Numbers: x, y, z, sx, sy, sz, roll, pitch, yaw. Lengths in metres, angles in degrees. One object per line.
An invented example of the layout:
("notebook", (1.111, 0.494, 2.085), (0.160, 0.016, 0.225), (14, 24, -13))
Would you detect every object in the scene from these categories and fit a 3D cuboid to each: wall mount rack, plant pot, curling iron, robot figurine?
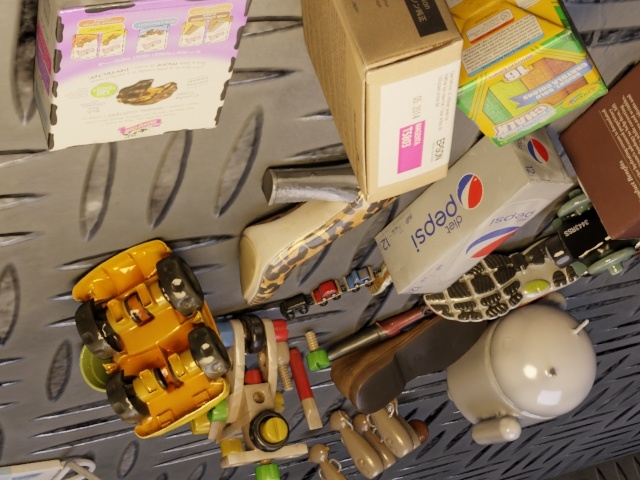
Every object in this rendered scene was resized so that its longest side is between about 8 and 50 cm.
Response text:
("wall mount rack", (-0.506, 0.437, 1.927), (0.350, 0.130, 0.304), (-2, 150, -39))
("plant pot", (-0.283, 0.170, 1.623), (0.083, 0.083, 0.079), (-28, 168, 15))
("curling iron", (0.107, 0.142, 1.919), (0.274, 0.035, 0.068), (-26, 151, 10))
("robot figurine", (0.359, 0.229, 2.062), (0.199, 0.300, 0.353), (28, 156, -10))

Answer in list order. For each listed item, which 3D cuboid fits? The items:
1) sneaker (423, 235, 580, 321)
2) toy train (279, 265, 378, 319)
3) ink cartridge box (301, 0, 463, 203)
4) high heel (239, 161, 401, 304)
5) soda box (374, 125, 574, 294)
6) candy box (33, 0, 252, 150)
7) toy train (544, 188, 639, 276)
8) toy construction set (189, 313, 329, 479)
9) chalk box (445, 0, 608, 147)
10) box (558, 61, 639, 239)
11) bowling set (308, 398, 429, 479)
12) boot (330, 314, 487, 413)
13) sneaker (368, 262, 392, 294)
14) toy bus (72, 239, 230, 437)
("sneaker", (0.295, 0.077, 1.859), (0.279, 0.107, 0.118), (-13, 164, -13))
("toy train", (0.011, 0.076, 1.716), (0.158, 0.027, 0.036), (-23, 145, 6))
("ink cartridge box", (0.047, -0.173, 1.010), (0.088, 0.193, 0.235), (-18, 157, -6))
("high heel", (0.000, 0.000, 1.452), (0.186, 0.093, 0.261), (-4, 143, -21))
("soda box", (0.199, -0.037, 1.541), (0.091, 0.098, 0.286), (0, 148, -39))
("candy box", (-0.160, -0.170, 1.001), (0.164, 0.070, 0.196), (-11, 154, -22))
("toy train", (0.495, -0.054, 1.717), (0.334, 0.142, 0.190), (-31, 166, 18))
("toy construction set", (-0.092, 0.265, 1.756), (0.257, 0.237, 0.308), (-33, 155, 33))
("chalk box", (0.198, -0.191, 1.171), (0.132, 0.132, 0.213), (-29, 155, 18))
("box", (0.455, -0.124, 1.476), (0.167, 0.168, 0.203), (-3, 151, -36))
("bowling set", (0.113, 0.390, 2.362), (0.200, 0.154, 0.287), (-22, 163, -49))
("boot", (0.152, 0.176, 1.979), (0.305, 0.115, 0.112), (-28, 124, -22))
("sneaker", (0.103, 0.057, 1.740), (0.037, 0.032, 0.083), (-3, 151, -34))
("toy bus", (-0.187, 0.135, 1.455), (0.149, 0.220, 0.211), (-29, 162, 5))
